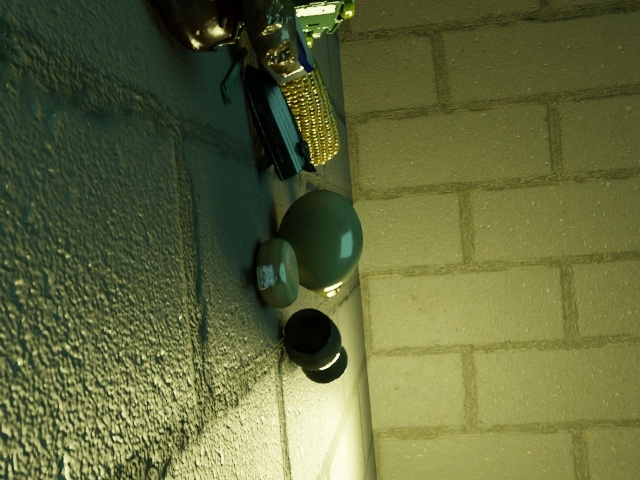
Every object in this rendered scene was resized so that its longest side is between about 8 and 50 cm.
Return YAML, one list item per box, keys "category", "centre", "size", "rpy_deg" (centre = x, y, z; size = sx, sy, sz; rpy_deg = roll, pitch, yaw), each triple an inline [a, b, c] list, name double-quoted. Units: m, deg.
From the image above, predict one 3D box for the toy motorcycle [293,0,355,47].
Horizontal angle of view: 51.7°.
- category: "toy motorcycle"
  centre: [-0.037, -0.620, 1.678]
  size: [0.326, 0.191, 0.199]
  rpy_deg: [-164, -115, -83]

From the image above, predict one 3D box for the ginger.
- category: "ginger"
  centre: [-0.069, -0.304, 0.879]
  size: [0.137, 0.074, 0.213]
  rpy_deg: [-80, 169, -53]

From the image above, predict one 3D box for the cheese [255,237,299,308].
- category: "cheese"
  centre: [-0.088, 0.064, 1.240]
  size: [0.227, 0.065, 0.137]
  rpy_deg: [-4, 85, -83]

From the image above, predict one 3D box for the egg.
- category: "egg"
  centre: [0.000, 0.000, 1.445]
  size: [0.186, 0.187, 0.253]
  rpy_deg: [76, 9, -48]

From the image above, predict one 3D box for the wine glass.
- category: "wine glass"
  centre: [-0.009, 0.237, 1.474]
  size: [0.241, 0.127, 0.126]
  rpy_deg: [67, 20, -62]

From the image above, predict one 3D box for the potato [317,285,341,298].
- category: "potato"
  centre: [0.009, 0.064, 1.808]
  size: [0.117, 0.090, 0.225]
  rpy_deg: [-85, 168, -51]

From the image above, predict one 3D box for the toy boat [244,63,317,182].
- category: "toy boat"
  centre: [-0.097, -0.234, 1.319]
  size: [0.246, 0.103, 0.093]
  rpy_deg: [68, 28, -20]

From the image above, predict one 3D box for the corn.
- category: "corn"
  centre: [-0.037, -0.309, 1.550]
  size: [0.387, 0.144, 0.143]
  rpy_deg: [74, 14, -61]

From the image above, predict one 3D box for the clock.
- category: "clock"
  centre: [-0.092, -0.416, 1.253]
  size: [0.230, 0.083, 0.230]
  rpy_deg: [-20, 90, -79]

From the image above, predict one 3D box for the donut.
- category: "donut"
  centre: [-0.161, -0.386, 0.877]
  size: [0.270, 0.103, 0.269]
  rpy_deg: [-3, 90, -81]

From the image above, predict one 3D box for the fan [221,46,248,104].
- category: "fan"
  centre: [-0.151, -0.302, 1.183]
  size: [0.193, 0.016, 0.038]
  rpy_deg: [-84, 164, -50]
